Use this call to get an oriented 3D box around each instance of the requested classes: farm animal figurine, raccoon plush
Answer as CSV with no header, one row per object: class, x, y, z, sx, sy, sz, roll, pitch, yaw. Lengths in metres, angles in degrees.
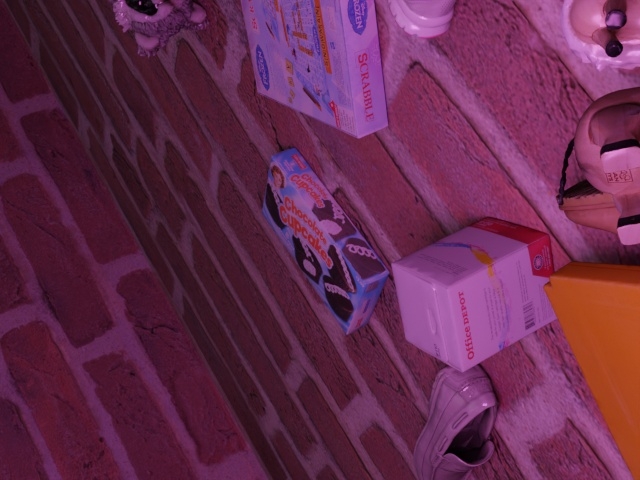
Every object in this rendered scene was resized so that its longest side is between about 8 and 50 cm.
farm animal figurine,0.360,-0.079,0.707,0.326,0.172,0.330,2,123,14
raccoon plush,-0.368,-0.559,1.835,0.299,0.216,0.446,59,-173,-17

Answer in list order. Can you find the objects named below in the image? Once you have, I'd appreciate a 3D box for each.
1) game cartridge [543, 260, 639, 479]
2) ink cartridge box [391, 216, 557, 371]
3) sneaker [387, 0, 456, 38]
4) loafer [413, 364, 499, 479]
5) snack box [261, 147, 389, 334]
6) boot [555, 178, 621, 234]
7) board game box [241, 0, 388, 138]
game cartridge,0.378,0.172,0.901,0.324,0.052,0.285,64,166,-8
ink cartridge box,0.206,0.067,1.154,0.127,0.176,0.128,24,132,55
sneaker,0.104,-0.382,1.069,0.252,0.103,0.111,56,150,6
loafer,0.226,0.337,1.430,0.111,0.112,0.319,-126,27,-43
snack box,0.000,0.000,1.642,0.322,0.060,0.187,54,152,25
boot,0.376,0.057,0.916,0.236,0.089,0.269,1,114,64
board game box,-0.025,-0.355,1.372,0.318,0.066,0.319,33,140,49
